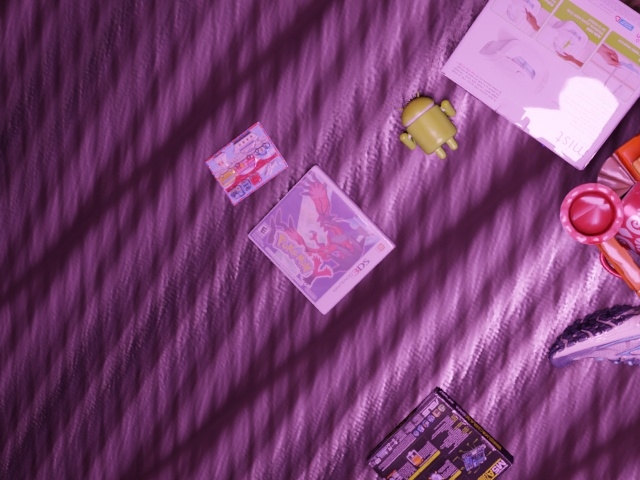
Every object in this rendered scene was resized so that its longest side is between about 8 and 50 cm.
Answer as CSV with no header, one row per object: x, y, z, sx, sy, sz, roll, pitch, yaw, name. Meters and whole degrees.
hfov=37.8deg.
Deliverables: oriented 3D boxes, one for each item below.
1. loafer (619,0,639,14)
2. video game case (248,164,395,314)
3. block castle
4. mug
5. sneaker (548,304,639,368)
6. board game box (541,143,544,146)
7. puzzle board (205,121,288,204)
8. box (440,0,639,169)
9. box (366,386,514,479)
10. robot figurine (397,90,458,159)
0.509,-0.388,1.436,0.050,0.056,0.148,44,117,4,loafer
0.000,0.000,1.651,0.201,0.023,0.183,46,107,4,video game case
0.582,-0.073,1.272,0.453,0.213,0.303,-39,82,11,block castle
0.532,0.001,1.460,0.169,0.113,0.150,38,140,14,mug
0.510,0.166,1.499,0.283,0.110,0.122,-22,96,18,sneaker
0.370,-0.281,1.492,0.160,0.047,0.210,-33,89,18,board game box
-0.134,-0.137,1.671,0.128,0.011,0.096,-34,89,17,puzzle board
0.355,-0.273,1.405,0.262,0.127,0.231,36,106,7,box
0.209,0.387,1.649,0.184,0.045,0.190,42,106,3,box
0.180,-0.189,1.548,0.101,0.067,0.115,-39,88,12,robot figurine
